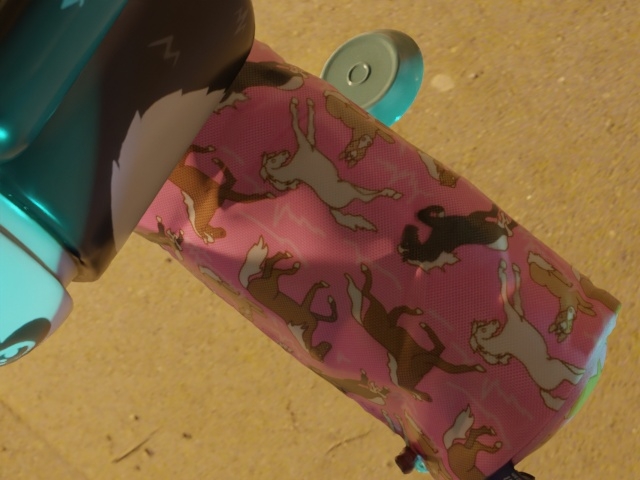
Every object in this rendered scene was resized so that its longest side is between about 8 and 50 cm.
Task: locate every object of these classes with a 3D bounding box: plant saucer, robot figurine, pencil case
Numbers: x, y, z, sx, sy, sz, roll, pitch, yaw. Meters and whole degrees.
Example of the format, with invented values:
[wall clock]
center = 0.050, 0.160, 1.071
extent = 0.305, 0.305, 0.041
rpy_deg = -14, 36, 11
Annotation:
[plant saucer]
center = 0.041, -0.156, 0.987
extent = 0.119, 0.021, 0.119
rpy_deg = -14, 62, 28
[robot figurine]
center = -0.137, -0.073, 0.461
extent = 0.174, 0.209, 0.278
rpy_deg = 25, 72, 20
[pencil case]
center = 0.000, 0.000, 0.676
extent = 0.386, 0.167, 0.160
rpy_deg = 38, 160, 6
